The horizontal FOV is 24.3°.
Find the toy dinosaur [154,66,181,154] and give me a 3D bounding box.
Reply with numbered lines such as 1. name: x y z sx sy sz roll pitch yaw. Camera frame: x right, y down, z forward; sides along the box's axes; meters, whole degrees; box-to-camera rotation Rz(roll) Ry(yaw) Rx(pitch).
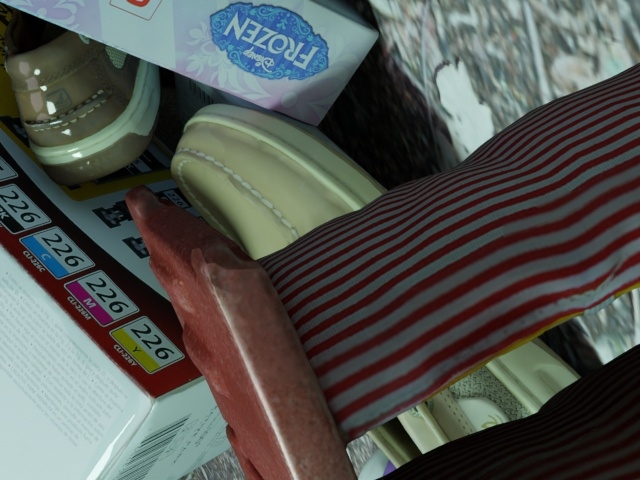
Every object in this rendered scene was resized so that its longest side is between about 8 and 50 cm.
1. toy dinosaur: -0.090 -0.040 1.062 0.313 0.121 0.160 43 126 24

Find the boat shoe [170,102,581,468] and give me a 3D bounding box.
1. boat shoe: 0.016 0.045 0.736 0.302 0.098 0.109 43 162 22

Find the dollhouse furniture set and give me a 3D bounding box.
1. dollhouse furniture set: 0.113 0.040 0.272 0.152 0.201 0.374 68 167 -15

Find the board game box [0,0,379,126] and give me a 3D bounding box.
1. board game box: -0.167 -0.207 0.766 0.318 0.066 0.318 19 -156 -41

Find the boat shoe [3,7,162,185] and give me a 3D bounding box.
1. boat shoe: -0.137 -0.140 0.862 0.257 0.095 0.095 -104 -12 -55

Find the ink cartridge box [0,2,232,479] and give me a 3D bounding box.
1. ink cartridge box: -0.157 -0.004 0.901 0.309 0.272 0.130 43 117 13

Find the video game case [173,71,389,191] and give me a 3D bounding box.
1. video game case: 0.000 0.000 0.885 0.227 0.026 0.206 42 160 17

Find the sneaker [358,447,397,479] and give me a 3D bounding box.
1. sneaker: 0.104 0.228 0.902 0.236 0.095 0.104 65 158 1
